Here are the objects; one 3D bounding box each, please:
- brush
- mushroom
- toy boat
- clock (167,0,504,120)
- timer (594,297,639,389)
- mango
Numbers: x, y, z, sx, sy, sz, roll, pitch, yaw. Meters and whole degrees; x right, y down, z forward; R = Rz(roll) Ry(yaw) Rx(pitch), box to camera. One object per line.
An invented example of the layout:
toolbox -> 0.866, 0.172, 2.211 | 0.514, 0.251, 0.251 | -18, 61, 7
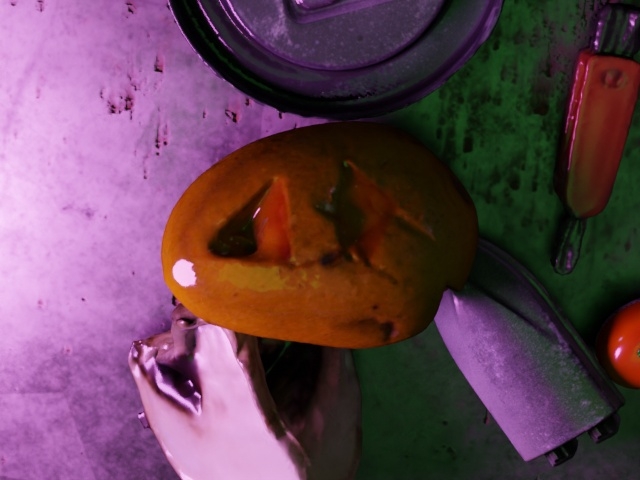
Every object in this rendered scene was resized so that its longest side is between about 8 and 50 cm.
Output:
brush -> 0.311, -0.114, 1.529 | 0.070, 0.051, 0.323 | 9, 105, -10
mushroom -> -0.091, 0.177, 1.586 | 0.217, 0.212, 0.292 | -13, 115, 46
toy boat -> 0.226, 0.117, 1.575 | 0.141, 0.092, 0.319 | -35, 91, 25
clock -> 0.016, -0.322, 1.445 | 0.386, 0.076, 0.386 | 0, 108, 0
timer -> 0.394, 0.128, 1.567 | 0.136, 0.136, 0.099 | -36, 110, 11
mango -> 0.000, 0.000, 1.443 | 0.365, 0.182, 0.252 | -10, 81, -21
